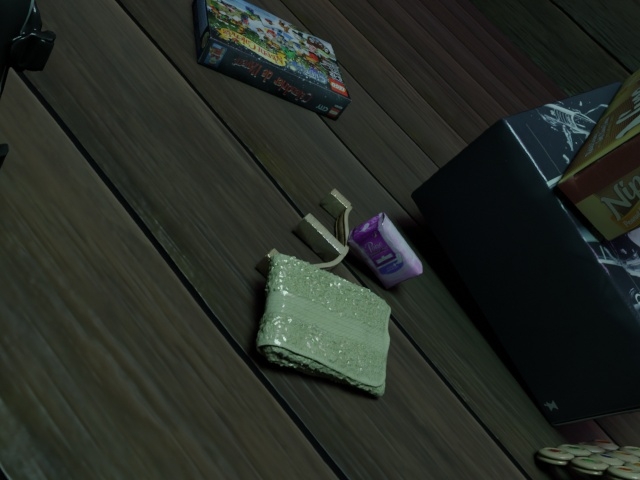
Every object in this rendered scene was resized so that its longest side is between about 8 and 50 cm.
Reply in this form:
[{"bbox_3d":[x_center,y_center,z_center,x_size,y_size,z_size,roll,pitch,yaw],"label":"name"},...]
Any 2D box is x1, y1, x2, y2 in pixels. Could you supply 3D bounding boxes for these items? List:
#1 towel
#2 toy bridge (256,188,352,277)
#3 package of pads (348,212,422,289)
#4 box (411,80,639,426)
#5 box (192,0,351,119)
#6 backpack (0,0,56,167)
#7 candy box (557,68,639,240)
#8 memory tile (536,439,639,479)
[{"bbox_3d":[0.009,0.078,0.518,0.148,0.027,0.110,26,50,-27],"label":"towel"},{"bbox_3d":[0.000,0.000,0.613,0.063,0.026,0.188,44,35,-1],"label":"toy bridge"},{"bbox_3d":[0.076,0.013,0.630,0.083,0.050,0.032,51,28,-19],"label":"package of pads"},{"bbox_3d":[0.351,0.001,0.713,0.312,0.179,0.343,-23,78,-36],"label":"box"},{"bbox_3d":[-0.073,-0.283,0.825,0.233,0.044,0.159,15,43,-32],"label":"box"},{"bbox_3d":[-0.313,-0.165,0.328,0.191,0.225,0.253,-6,53,-52],"label":"backpack"},{"bbox_3d":[0.397,-0.148,0.590,0.087,0.183,0.316,46,51,0],"label":"candy box"},{"bbox_3d":[0.322,0.239,0.601,0.148,0.113,0.012,10,81,-37],"label":"memory tile"}]
